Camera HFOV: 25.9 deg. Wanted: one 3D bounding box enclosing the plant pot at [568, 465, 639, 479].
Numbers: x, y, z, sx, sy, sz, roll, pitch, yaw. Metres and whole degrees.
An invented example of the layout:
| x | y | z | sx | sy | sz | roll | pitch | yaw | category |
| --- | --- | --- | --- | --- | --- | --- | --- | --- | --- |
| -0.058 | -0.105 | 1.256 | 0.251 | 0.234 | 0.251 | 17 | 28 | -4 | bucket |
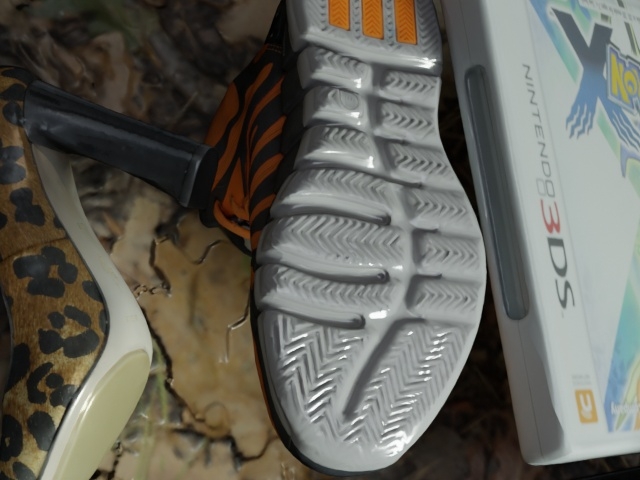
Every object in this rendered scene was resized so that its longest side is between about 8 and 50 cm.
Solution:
| x | y | z | sx | sy | sz | roll | pitch | yaw | category |
| --- | --- | --- | --- | --- | --- | --- | --- | --- | --- |
| 0.262 | 0.229 | 0.846 | 0.187 | 0.188 | 0.167 | -7 | 90 | -21 | plant pot |

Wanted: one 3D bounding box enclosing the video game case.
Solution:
| x | y | z | sx | sy | sz | roll | pitch | yaw | category |
| --- | --- | --- | --- | --- | --- | --- | --- | --- | --- |
| 0.201 | -0.018 | 0.878 | 0.329 | 0.036 | 0.300 | 5 | 72 | -50 | video game case |

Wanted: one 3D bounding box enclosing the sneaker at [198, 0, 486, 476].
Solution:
| x | y | z | sx | sy | sz | roll | pitch | yaw | category |
| --- | --- | --- | --- | --- | --- | --- | --- | --- | --- |
| 0.000 | 0.000 | 0.800 | 0.124 | 0.180 | 0.321 | 15 | 58 | -18 | sneaker |

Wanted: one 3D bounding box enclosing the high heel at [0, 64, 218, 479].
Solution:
| x | y | z | sx | sy | sz | roll | pitch | yaw | category |
| --- | --- | --- | --- | --- | --- | --- | --- | --- | --- |
| -0.187 | 0.033 | 0.806 | 0.186 | 0.093 | 0.261 | 20 | 84 | 14 | high heel |
